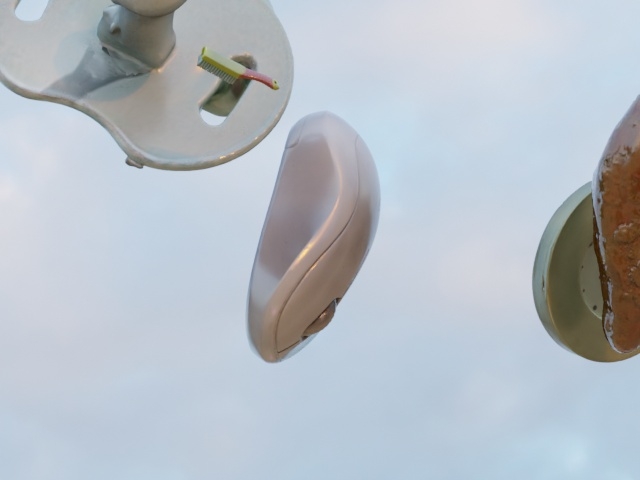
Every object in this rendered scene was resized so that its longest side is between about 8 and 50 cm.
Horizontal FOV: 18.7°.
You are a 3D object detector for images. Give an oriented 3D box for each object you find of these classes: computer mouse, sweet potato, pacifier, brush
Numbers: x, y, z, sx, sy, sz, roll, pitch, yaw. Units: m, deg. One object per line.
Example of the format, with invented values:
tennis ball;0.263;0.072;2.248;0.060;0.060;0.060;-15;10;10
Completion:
computer mouse;0.000;0.000;2.203;0.121;0.296;0.184;10;-28;5
sweet potato;0.354;-0.032;2.218;0.106;0.095;0.354;-9;-67;-41
pacifier;-0.175;-0.240;1.983;0.343;0.288;0.269;29;-28;1
brush;-0.078;-0.159;1.863;0.083;0.018;0.021;23;-54;-16

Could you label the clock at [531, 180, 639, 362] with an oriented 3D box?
clock;0.357;0.032;2.348;0.235;0.029;0.235;-9;-73;-30
